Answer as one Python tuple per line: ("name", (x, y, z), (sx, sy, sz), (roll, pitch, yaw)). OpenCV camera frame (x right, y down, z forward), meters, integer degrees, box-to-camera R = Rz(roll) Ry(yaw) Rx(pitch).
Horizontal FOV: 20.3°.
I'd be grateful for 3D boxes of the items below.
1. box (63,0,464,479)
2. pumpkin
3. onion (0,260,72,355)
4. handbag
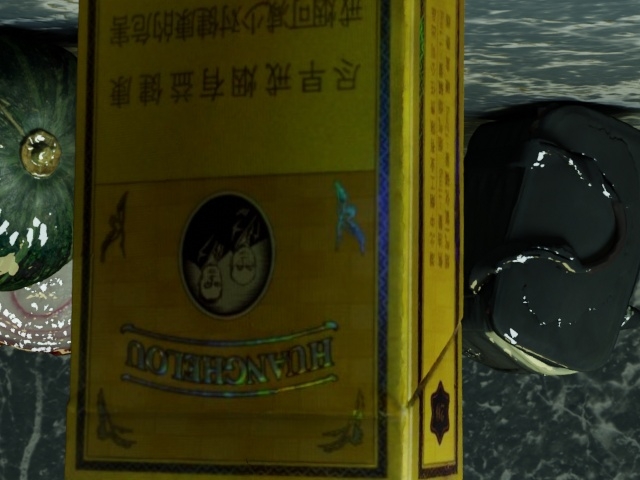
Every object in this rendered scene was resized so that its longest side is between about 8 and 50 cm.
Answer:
("box", (-0.028, -0.021, 0.914), (0.193, 0.301, 0.084), (-2, 174, 26))
("pumpkin", (-0.229, -0.056, 1.274), (0.190, 0.190, 0.146), (1, -170, -25))
("onion", (-0.313, -0.017, 1.781), (0.206, 0.216, 0.207), (16, -171, -16))
("handbag", (0.219, 0.004, 1.686), (0.181, 0.254, 0.181), (20, 171, -20))
